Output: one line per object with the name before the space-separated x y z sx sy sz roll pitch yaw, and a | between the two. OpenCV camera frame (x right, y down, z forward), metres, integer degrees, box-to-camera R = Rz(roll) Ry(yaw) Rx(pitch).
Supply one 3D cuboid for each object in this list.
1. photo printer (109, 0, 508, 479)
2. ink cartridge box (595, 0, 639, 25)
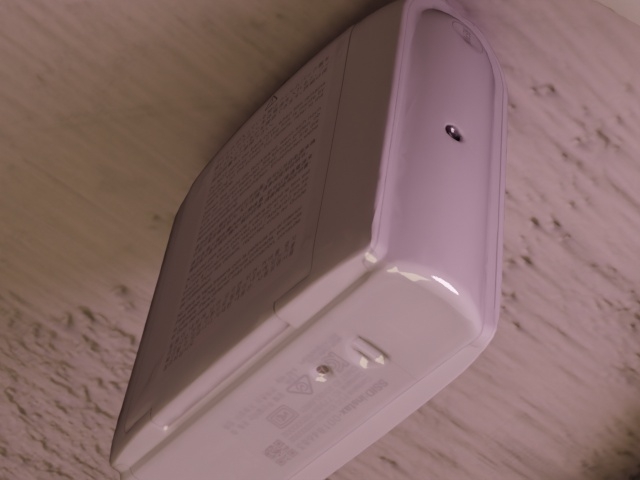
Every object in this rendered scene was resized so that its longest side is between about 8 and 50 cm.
photo printer | 0.000 0.000 1.048 0.107 0.307 0.256 36 123 -20
ink cartridge box | 0.264 -0.206 0.729 0.197 0.198 0.270 32 124 21
